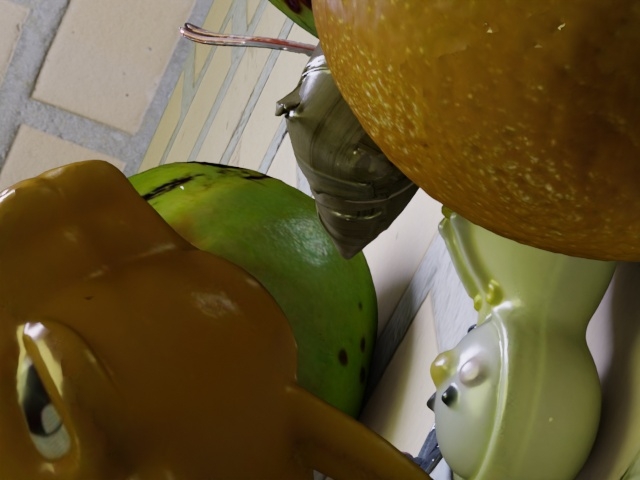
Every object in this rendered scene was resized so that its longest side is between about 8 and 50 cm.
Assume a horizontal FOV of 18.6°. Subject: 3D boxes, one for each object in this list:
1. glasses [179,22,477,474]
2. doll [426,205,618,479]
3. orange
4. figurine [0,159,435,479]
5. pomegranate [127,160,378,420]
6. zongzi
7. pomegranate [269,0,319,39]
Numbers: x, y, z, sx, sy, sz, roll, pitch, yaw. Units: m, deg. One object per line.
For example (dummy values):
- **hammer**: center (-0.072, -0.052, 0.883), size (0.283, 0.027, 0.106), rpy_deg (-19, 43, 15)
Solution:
- **glasses**: center (0.000, 0.000, 1.166), size (0.118, 0.268, 0.234), rpy_deg (-25, -45, -82)
- **doll**: center (0.107, 0.013, 1.008), size (0.141, 0.117, 0.296), rpy_deg (148, 141, -73)
- **orange**: center (0.124, -0.124, 0.828), size (0.274, 0.274, 0.274), rpy_deg (-160, 90, -77)
- **figurine**: center (-0.120, 0.176, 1.109), size (0.387, 0.401, 0.268), rpy_deg (-53, 13, 46)
- **pomegranate**: center (-0.080, 0.072, 1.452), size (0.341, 0.260, 0.260), rpy_deg (48, -119, -77)
- **zongzi**: center (0.051, -0.091, 1.077), size (0.189, 0.081, 0.178), rpy_deg (-59, -14, -16)
- **pomegranate**: center (0.049, -0.211, 1.337), size (0.306, 0.242, 0.242), rpy_deg (126, 160, -58)
